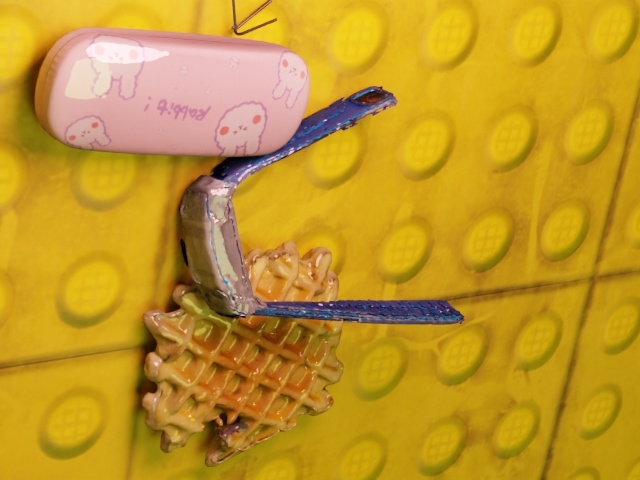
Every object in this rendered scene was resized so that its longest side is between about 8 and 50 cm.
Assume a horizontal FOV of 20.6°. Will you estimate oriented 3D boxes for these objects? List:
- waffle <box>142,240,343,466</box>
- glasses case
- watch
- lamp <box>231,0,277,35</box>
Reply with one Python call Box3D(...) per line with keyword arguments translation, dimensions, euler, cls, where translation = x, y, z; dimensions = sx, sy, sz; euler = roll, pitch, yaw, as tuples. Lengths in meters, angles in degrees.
Box3D(translation=(-0.081, 0.123, 1.896), dimensions=(0.261, 0.056, 0.250), euler=(-23, 126, -26), cls="waffle")
Box3D(translation=(-0.136, -0.140, 1.687), dimensions=(0.297, 0.075, 0.113), euler=(0, 115, -38), cls="glasses case")
Box3D(translation=(-0.001, 0.013, 1.843), dimensions=(0.274, 0.068, 0.276), euler=(-27, 107, -28), cls="watch")
Box3D(translation=(-0.078, -0.260, 1.701), dimensions=(0.054, 0.041, 0.121), euler=(-30, 127, -13), cls="lamp")
